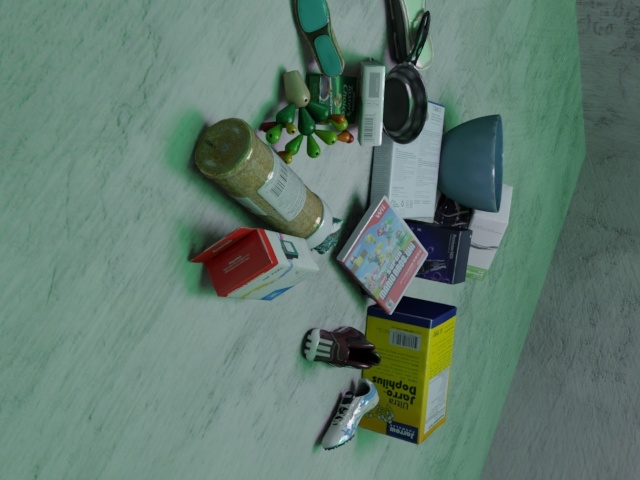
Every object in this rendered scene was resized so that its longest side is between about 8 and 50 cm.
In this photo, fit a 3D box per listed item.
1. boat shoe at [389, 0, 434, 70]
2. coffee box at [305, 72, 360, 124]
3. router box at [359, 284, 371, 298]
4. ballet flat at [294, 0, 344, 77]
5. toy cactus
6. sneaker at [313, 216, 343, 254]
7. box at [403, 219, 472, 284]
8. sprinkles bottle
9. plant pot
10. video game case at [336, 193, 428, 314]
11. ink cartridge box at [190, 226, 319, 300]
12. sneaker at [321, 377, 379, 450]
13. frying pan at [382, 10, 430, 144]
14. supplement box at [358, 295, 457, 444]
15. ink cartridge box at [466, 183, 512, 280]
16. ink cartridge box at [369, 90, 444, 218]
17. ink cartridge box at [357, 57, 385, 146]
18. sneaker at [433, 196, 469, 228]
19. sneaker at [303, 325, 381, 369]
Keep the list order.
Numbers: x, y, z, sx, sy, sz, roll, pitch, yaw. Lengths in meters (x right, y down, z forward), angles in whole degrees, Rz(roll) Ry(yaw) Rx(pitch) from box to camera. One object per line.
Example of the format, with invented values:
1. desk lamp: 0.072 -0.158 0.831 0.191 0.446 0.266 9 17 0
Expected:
1. boat shoe: 0.215 -0.593 1.893 0.112 0.095 0.335 -20 115 -28
2. coffee box: 0.029 -0.315 1.677 0.184 0.040 0.113 -13 110 -59
3. router box: 0.165 0.050 1.998 0.179 0.046 0.133 -48 140 -26
4. ballet flat: -0.006 -0.439 1.558 0.067 0.073 0.206 -103 176 -63
5. toy cactus: -0.036 -0.253 1.530 0.219 0.112 0.180 -16 89 -30
6. sneaker: 0.000 0.000 1.708 0.166 0.065 0.076 -25 124 -54
7. box: 0.306 0.028 2.106 0.108 0.207 0.153 -6 104 -60
8. sprinkles bottle: -0.098 -0.098 1.440 0.355 0.121 0.121 43 62 -56
9. plant pot: 0.438 -0.230 2.247 0.290 0.195 0.290 2 90 -71
10. video game case: 0.166 0.041 1.928 0.204 0.025 0.285 -56 136 -14
11. ink cartridge box: -0.120 0.047 1.417 0.231 0.134 0.078 12 49 -61
12. sneaker: 0.069 0.455 1.967 0.237 0.085 0.086 -44 109 -42
13. frying pan: 0.197 -0.400 1.844 0.197 0.053 0.326 -13 105 -45
14. supplement box: 0.246 0.356 2.117 0.194 0.195 0.357 -12 108 -59
15. ink cartridge box: 0.527 -0.036 2.448 0.273 0.114 0.198 101 7 -46
16. ink cartridge box: 0.240 -0.224 2.056 0.324 0.071 0.330 -3 98 -60
17. ink cartridge box: 0.109 -0.331 1.759 0.225 0.056 0.181 -105 -164 -70
18. sneaker: 0.446 -0.105 2.418 0.122 0.110 0.283 30 73 -63
19. sneaker: 0.090 0.279 1.847 0.281 0.162 0.106 9 91 -61
